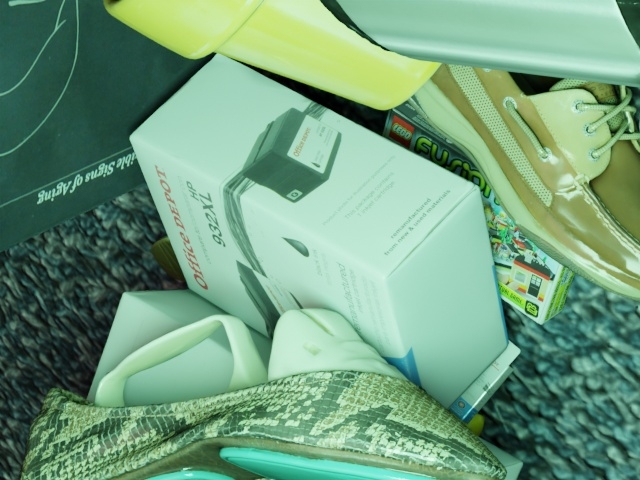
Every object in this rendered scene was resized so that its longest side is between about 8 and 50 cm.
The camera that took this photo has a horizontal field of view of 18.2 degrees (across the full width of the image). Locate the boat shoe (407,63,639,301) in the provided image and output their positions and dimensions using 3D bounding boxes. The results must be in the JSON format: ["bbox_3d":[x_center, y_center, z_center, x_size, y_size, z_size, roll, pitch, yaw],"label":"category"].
[{"bbox_3d":[0.194,-0.086,1.614,0.324,0.122,0.120,45,129,17],"label":"boat shoe"}]

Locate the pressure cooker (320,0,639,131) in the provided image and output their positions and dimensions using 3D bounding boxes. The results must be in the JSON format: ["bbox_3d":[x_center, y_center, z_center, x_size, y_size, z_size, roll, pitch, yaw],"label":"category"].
[{"bbox_3d":[0.219,-0.285,1.308,0.420,0.375,0.370,13,135,39],"label":"pressure cooker"}]

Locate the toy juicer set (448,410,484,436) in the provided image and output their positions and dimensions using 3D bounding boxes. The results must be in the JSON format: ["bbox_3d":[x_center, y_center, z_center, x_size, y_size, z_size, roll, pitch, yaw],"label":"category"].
[{"bbox_3d":[0.053,0.180,1.914,0.329,0.089,0.209,53,137,9],"label":"toy juicer set"}]

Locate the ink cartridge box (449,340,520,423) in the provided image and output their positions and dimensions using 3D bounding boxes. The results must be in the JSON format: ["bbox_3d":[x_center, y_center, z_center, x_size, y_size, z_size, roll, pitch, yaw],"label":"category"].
[{"bbox_3d":[0.141,0.120,1.824,0.048,0.028,0.083,41,91,19],"label":"ink cartridge box"}]

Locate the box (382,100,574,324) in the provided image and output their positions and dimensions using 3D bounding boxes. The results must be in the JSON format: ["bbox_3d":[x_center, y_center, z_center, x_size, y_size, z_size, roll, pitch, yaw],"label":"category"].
[{"bbox_3d":[0.137,-0.028,1.759,0.207,0.036,0.114,35,132,25],"label":"box"}]

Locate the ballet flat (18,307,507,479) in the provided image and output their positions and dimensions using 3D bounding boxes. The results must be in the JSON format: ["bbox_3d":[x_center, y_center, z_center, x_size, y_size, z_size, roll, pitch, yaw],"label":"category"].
[{"bbox_3d":[-0.065,0.146,1.692,0.482,0.164,0.182,-10,68,34],"label":"ballet flat"}]

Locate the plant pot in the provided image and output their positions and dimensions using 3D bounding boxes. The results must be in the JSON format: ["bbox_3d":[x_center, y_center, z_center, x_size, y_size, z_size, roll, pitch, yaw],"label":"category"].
[{"bbox_3d":[-0.007,-0.231,1.577,0.239,0.254,0.254,30,140,-17],"label":"plant pot"}]

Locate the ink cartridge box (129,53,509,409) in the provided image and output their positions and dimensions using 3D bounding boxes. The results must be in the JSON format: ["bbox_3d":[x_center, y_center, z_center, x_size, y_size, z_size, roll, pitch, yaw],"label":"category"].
[{"bbox_3d":[0.000,0.000,1.774,0.307,0.129,0.223,30,153,33],"label":"ink cartridge box"}]

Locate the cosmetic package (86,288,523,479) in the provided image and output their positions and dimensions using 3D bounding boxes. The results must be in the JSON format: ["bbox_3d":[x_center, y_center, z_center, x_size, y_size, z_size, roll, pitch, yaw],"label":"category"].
[{"bbox_3d":[-0.034,0.215,1.841,0.385,0.156,0.217,26,104,28],"label":"cosmetic package"}]

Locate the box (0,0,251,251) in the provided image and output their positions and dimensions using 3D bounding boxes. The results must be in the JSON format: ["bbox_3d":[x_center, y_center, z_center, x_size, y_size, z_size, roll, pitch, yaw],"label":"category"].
[{"bbox_3d":[-0.305,-0.265,1.723,0.297,0.480,0.472,27,128,33],"label":"box"}]

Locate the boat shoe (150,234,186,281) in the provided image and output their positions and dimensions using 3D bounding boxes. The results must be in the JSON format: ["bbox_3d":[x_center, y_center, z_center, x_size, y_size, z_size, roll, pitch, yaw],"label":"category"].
[{"bbox_3d":[-0.115,0.003,2.018,0.056,0.048,0.153,54,145,-11],"label":"boat shoe"}]
